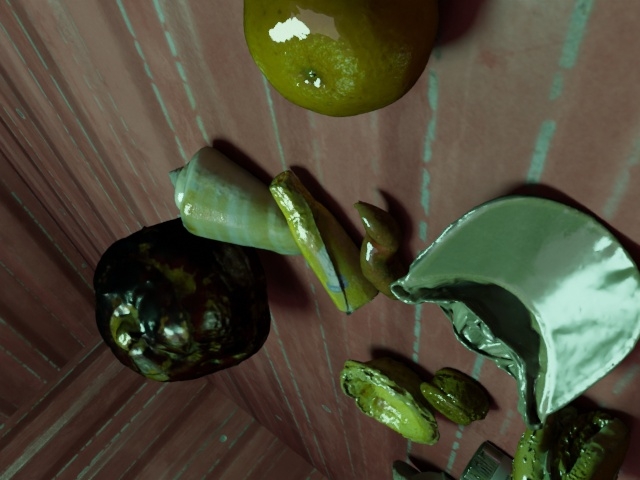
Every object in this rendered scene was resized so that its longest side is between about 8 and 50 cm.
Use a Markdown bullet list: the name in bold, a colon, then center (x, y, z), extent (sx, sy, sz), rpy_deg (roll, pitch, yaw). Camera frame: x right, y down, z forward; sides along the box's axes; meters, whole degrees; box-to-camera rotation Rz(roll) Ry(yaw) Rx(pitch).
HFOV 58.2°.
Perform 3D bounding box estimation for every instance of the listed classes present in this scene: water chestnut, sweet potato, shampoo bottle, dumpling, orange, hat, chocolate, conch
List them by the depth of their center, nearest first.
- **orange**: center (0.016, -0.174, 0.447), extent (0.155, 0.134, 0.154), rpy_deg (14, 156, 7)
- **hat**: center (0.213, 0.062, 0.606), extent (0.214, 0.149, 0.244), rpy_deg (47, 121, 10)
- **sweet potato**: center (0.081, 0.024, 0.749), extent (0.055, 0.058, 0.202), rpy_deg (25, 153, 31)
- **chocolate**: center (0.000, 0.000, 0.812), extent (0.219, 0.085, 0.086), rpy_deg (54, 154, -18)
- **conch**: center (-0.134, -0.038, 0.887), extent (0.255, 0.127, 0.158), rpy_deg (34, 154, 18)
- **shampoo bottle**: center (0.360, 0.452, 0.993), extent (0.227, 0.086, 0.055), rpy_deg (34, 153, 18)
- **water chestnut**: center (-0.242, 0.108, 1.127), extent (0.335, 0.335, 0.347), rpy_deg (34, -164, 18)
- **dumpling**: center (0.263, 0.644, 1.378), extent (0.293, 0.163, 0.205), rpy_deg (39, 154, -22)

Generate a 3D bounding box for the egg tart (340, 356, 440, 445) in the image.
- **egg tart**: center (0.134, 0.281, 1.051), extent (0.213, 0.090, 0.212), rpy_deg (33, 156, 17)

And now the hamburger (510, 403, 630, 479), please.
- **hamburger**: center (0.302, 0.284, 0.717), extent (0.186, 0.177, 0.113), rpy_deg (28, 179, -44)

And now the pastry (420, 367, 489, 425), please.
- **pastry**: center (0.216, 0.251, 0.923), extent (0.109, 0.057, 0.097), rpy_deg (31, 159, 29)
